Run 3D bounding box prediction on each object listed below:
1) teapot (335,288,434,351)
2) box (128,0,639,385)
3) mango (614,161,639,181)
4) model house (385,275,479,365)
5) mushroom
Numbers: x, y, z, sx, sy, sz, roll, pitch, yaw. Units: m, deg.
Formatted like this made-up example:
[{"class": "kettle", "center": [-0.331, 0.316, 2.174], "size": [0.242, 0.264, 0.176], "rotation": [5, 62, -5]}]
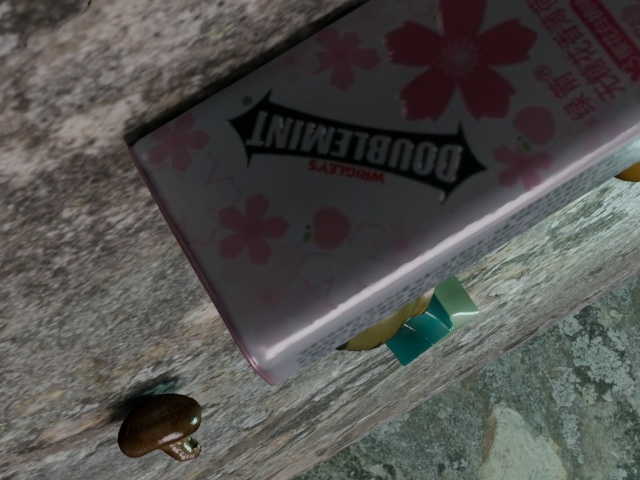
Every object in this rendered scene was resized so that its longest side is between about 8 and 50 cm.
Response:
[{"class": "teapot", "center": [0.000, 0.000, 0.836], "size": [0.182, 0.173, 0.269], "rotation": [1, 142, -17]}, {"class": "box", "center": [0.074, -0.077, 0.668], "size": [0.369, 0.190, 0.112], "rotation": [-33, 164, -2]}, {"class": "mango", "center": [0.412, -0.127, 1.311], "size": [0.184, 0.085, 0.102], "rotation": [6, 144, -48]}, {"class": "model house", "center": [0.118, 0.088, 1.311], "size": [0.100, 0.127, 0.149], "rotation": [-43, 163, 30]}, {"class": "mushroom", "center": [-0.200, 0.235, 1.240], "size": [0.109, 0.085, 0.126], "rotation": [9, 162, -22]}]
